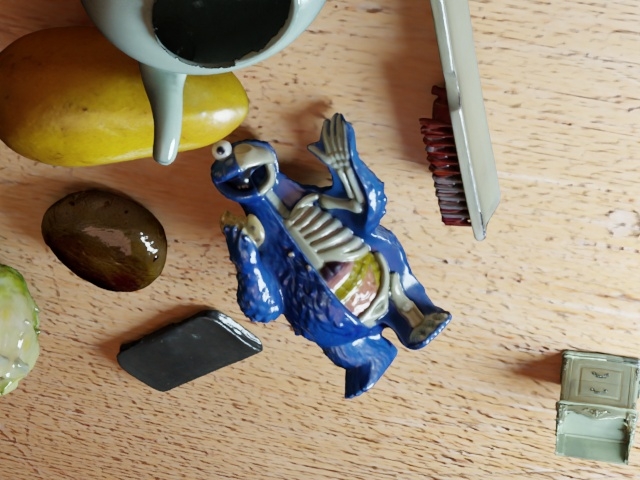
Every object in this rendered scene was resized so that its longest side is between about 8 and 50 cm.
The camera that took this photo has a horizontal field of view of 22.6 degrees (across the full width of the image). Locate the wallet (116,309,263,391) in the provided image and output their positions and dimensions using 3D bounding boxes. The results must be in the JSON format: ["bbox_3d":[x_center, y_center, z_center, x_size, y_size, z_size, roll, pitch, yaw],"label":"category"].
[{"bbox_3d":[-0.137,0.114,1.640,0.156,0.018,0.082,-27,126,39],"label":"wallet"}]

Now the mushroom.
[{"bbox_3d":[-0.205,0.004,1.507,0.123,0.052,0.123,8,136,7],"label":"mushroom"}]

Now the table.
[{"bbox_3d":[0.263,0.158,1.519,0.079,0.083,0.062,6,141,11],"label":"table"}]

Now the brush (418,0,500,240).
[{"bbox_3d":[0.099,-0.126,1.255,0.050,0.060,0.321,10,142,22],"label":"brush"}]

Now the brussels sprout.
[{"bbox_3d":[-0.358,0.086,1.584,0.122,0.149,0.152,7,127,35],"label":"brussels sprout"}]

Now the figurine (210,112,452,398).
[{"bbox_3d":[-0.003,0.009,1.408,0.164,0.121,0.262,-26,106,7],"label":"figurine"}]

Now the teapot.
[{"bbox_3d":[-0.078,-0.199,1.133,0.193,0.129,0.294,4,138,-26],"label":"teapot"}]

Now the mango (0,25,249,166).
[{"bbox_3d":[-0.162,-0.113,1.284,0.219,0.145,0.112,5,104,11],"label":"mango"}]
